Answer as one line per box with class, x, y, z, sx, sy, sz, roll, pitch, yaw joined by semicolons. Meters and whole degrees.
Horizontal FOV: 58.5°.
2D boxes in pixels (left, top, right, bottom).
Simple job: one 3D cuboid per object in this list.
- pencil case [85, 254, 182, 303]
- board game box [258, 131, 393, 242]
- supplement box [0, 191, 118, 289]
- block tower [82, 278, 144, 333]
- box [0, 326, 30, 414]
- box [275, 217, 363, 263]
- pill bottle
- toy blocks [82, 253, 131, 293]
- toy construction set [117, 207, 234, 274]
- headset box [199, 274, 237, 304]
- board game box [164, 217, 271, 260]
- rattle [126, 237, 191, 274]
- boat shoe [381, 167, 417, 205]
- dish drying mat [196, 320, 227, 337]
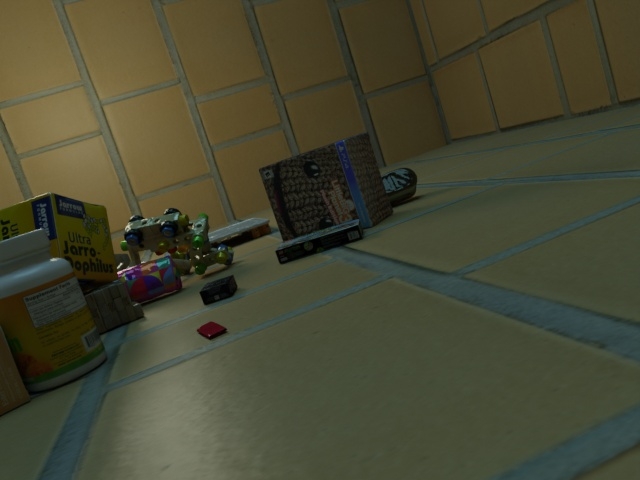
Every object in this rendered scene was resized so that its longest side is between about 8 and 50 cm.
pencil case;-0.471;0.120;1.444;0.236;0.105;0.104;-22;9;-8
board game box;0.014;-0.136;1.558;0.290;0.232;0.141;-13;11;35
supplement box;-0.684;0.044;1.314;0.356;0.196;0.194;-16;-10;14
block tower;-0.561;0.183;1.227;0.335;0.097;0.091;-21;9;-25
box;-0.552;0.218;0.852;0.170;0.130;0.091;-26;12;-39
box;0.000;0.000;1.382;0.206;0.036;0.114;-18;8;8
pill bottle;-0.467;0.112;0.954;0.136;0.246;0.136;-18;8;3
toy blocks;-0.708;0.139;1.632;0.260;0.191;0.381;-26;-3;8
toy construction set;-0.416;0.029;1.564;0.327;0.215;0.151;-21;40;-4
headset box;-0.212;0.102;1.201;0.062;0.032;0.083;-18;10;5
board game box;-0.402;0.002;2.191;0.389;0.051;0.390;-21;8;-13
rattle;-0.482;0.036;1.689;0.199;0.143;0.130;3;3;-19
boat shoe;0.145;-0.124;1.710;0.302;0.109;0.098;-19;-31;-1
dish drying mat;-0.178;0.146;0.930;0.032;0.008;0.083;-23;11;-24
